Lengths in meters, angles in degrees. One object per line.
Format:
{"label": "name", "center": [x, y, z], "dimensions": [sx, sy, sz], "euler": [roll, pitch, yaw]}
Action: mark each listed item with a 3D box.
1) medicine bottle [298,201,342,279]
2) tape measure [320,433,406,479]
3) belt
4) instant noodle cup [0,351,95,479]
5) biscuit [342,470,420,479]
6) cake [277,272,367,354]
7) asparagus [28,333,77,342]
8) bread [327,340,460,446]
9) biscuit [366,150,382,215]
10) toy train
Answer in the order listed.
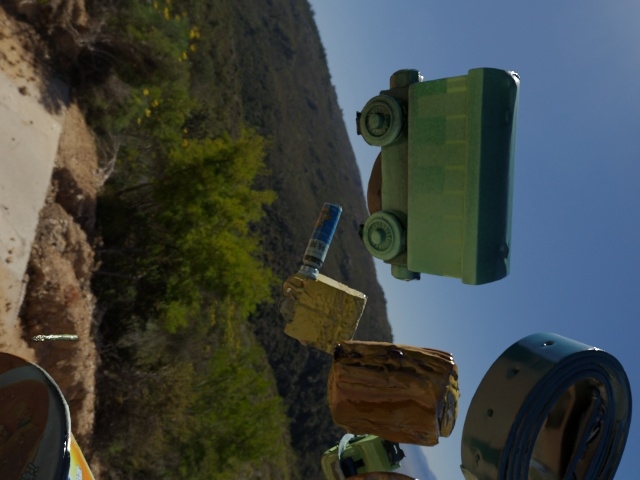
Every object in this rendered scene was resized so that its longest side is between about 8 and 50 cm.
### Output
{"label": "medicine bottle", "center": [0.000, 0.000, 1.110], "dimensions": [0.051, 0.051, 0.191], "euler": [64, 43, -67]}
{"label": "tape measure", "center": [0.087, 0.491, 1.047], "dimensions": [0.200, 0.175, 0.106], "euler": [95, -25, -73]}
{"label": "belt", "center": [0.483, 0.421, 1.005], "dimensions": [0.436, 0.300, 0.173], "euler": [-68, -166, -5]}
{"label": "instant noodle cup", "center": [-0.365, 0.284, 0.454], "dimensions": [0.296, 0.297, 0.213], "euler": [-106, -168, -45]}
{"label": "biscuit", "center": [0.129, 0.445, 0.609], "dimensions": [0.308, 0.205, 0.040], "euler": [55, -21, 12]}
{"label": "cake", "center": [-0.012, 0.237, 1.599], "dimensions": [0.227, 0.286, 0.222], "euler": [-45, 157, -89]}
{"label": "asparagus", "center": [-0.511, 0.188, 0.885], "dimensions": [0.014, 0.015, 0.114], "euler": [29, -5, 15]}
{"label": "bread", "center": [0.111, 0.253, 0.730], "dimensions": [0.235, 0.211, 0.099], "euler": [81, 19, -48]}
{"label": "biscuit", "center": [0.283, -0.196, 1.486], "dimensions": [0.394, 0.070, 0.350], "euler": [11, 96, -51]}
{"label": "toy train", "center": [0.158, -0.082, 0.625], "dimensions": [0.120, 0.203, 0.300], "euler": [-11, 104, -46]}
